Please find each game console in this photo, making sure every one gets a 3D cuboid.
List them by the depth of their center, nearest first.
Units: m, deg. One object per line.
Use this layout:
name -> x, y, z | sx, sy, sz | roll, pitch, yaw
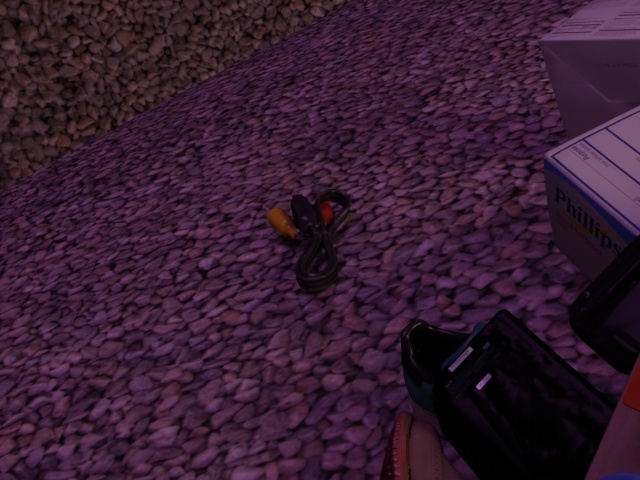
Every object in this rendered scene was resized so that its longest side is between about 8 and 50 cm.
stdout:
game console -> 0.279, 0.099, 0.942 | 0.361, 0.044, 0.213 | -46, 53, 2

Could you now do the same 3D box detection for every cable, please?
cable -> 0.000, 0.000, 1.628 | 0.139, 0.072, 0.287 | -9, 36, -10

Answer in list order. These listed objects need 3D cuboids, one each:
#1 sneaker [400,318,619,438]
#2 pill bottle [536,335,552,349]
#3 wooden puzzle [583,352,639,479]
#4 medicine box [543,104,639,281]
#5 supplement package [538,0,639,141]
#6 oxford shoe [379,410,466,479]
sneaker -> 0.191, 0.156, 1.039 | 0.108, 0.121, 0.302 | -39, 29, -31
pill bottle -> 0.222, 0.125, 1.167 | 0.043, 0.043, 0.083 | -37, 29, -29
wooden puzzle -> 0.305, 0.180, 0.693 | 0.322, 0.080, 0.348 | 22, 93, 57
medicine box -> 0.441, -0.039, 1.118 | 0.289, 0.149, 0.263 | -27, 40, -8
supplement package -> 0.485, -0.233, 1.473 | 0.145, 0.204, 0.262 | -37, 28, -26
oxford shoe -> 0.117, 0.277, 0.912 | 0.130, 0.123, 0.348 | 5, 26, -2
